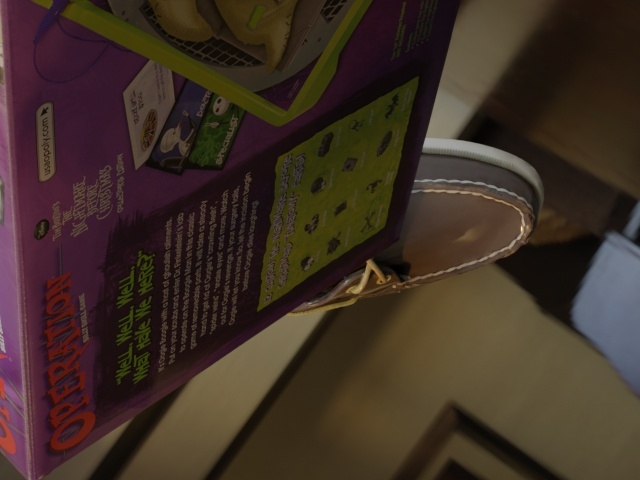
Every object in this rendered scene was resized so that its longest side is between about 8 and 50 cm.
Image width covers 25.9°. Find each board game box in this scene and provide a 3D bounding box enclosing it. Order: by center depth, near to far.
[{"bbox_3d":[-0.029,-0.078,0.459,0.056,0.208,0.347,38,143,22],"label":"board game box"}]

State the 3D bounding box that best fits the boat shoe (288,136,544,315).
[{"bbox_3d":[0.000,0.000,1.003,0.324,0.117,0.097,-4,-151,6],"label":"boat shoe"}]
